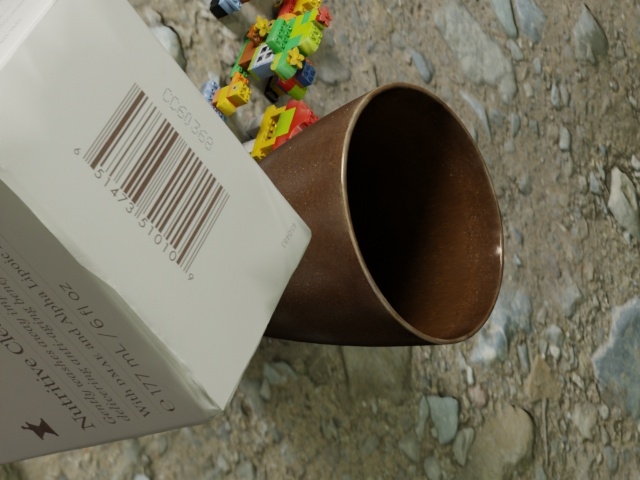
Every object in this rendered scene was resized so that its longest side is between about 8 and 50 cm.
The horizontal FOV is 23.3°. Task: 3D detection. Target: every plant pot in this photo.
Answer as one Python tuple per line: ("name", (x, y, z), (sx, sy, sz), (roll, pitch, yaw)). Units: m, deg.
("plant pot", (0.000, 0.000, 1.309), (0.215, 0.230, 0.215), (20, 63, -46))

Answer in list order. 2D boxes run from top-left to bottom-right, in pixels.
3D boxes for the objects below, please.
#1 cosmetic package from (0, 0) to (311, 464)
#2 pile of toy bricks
("cosmetic package", (-0.226, 0.013, 0.907), (0.217, 0.385, 0.156), (50, 43, -24))
("pile of toy bricks", (-0.033, -0.183, 1.433), (0.118, 0.105, 0.212), (42, 48, -34))
